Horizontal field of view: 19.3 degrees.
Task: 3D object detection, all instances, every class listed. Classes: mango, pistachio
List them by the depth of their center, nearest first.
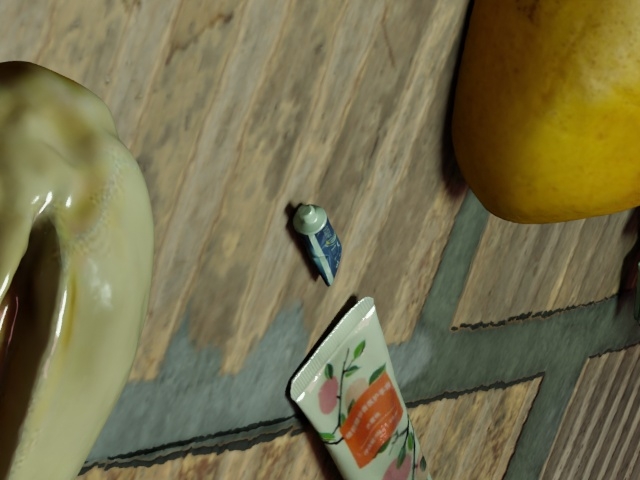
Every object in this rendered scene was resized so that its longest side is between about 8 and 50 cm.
[{"bbox_3d":[-0.138,0.037,0.684,0.144,0.144,0.215,-3,124,-62],"label":"pistachio"},{"bbox_3d":[0.196,-0.151,1.115,0.201,0.199,0.350,15,115,-36],"label":"mango"}]

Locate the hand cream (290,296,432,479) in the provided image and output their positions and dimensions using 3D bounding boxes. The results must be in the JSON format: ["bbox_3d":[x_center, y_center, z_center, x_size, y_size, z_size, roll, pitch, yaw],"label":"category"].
[{"bbox_3d":[0.034,0.127,1.205,0.080,0.050,0.234,-50,145,-21],"label":"hand cream"}]

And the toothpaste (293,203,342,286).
[{"bbox_3d":[0.000,0.000,1.046,0.083,0.019,0.027,61,41,-65],"label":"toothpaste"}]

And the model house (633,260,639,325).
[{"bbox_3d":[0.388,-0.022,1.536,0.198,0.224,0.215,-46,150,-34],"label":"model house"}]
